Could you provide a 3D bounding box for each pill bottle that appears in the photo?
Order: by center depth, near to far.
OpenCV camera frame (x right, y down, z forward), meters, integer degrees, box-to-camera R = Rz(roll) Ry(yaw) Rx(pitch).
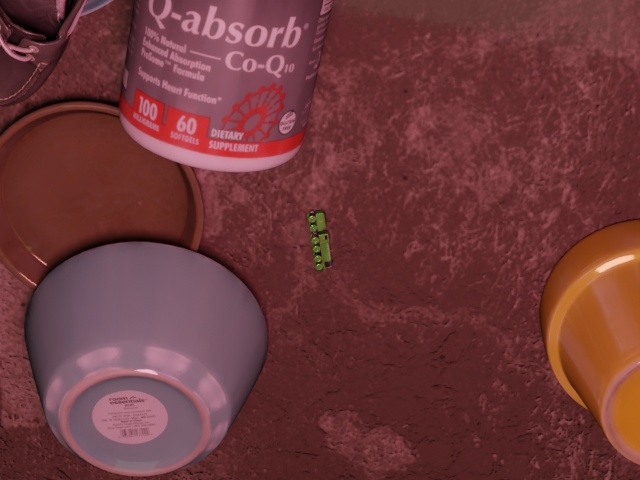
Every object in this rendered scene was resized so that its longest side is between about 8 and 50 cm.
[{"bbox_3d":[-0.089,-0.274,1.404,0.210,0.210,0.362,11,116,-3],"label":"pill bottle"}]

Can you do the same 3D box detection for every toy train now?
[{"bbox_3d":[0.000,0.000,1.643,0.024,0.017,0.083,-11,116,-4],"label":"toy train"}]

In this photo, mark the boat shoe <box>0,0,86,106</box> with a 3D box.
[{"bbox_3d":[-0.304,-0.279,1.428,0.112,0.095,0.335,28,114,-11],"label":"boat shoe"}]

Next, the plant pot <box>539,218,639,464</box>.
[{"bbox_3d":[0.395,0.137,1.568,0.254,0.239,0.254,2,116,3],"label":"plant pot"}]

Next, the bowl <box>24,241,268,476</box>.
[{"bbox_3d":[-0.219,0.172,1.629,0.312,0.163,0.311,-1,127,-1],"label":"bowl"}]

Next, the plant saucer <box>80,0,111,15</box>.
[{"bbox_3d":[-0.320,-0.397,1.448,0.318,0.043,0.317,1,116,3],"label":"plant saucer"}]

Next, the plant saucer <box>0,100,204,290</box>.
[{"bbox_3d":[-0.278,-0.044,1.622,0.278,0.041,0.277,1,116,2],"label":"plant saucer"}]
